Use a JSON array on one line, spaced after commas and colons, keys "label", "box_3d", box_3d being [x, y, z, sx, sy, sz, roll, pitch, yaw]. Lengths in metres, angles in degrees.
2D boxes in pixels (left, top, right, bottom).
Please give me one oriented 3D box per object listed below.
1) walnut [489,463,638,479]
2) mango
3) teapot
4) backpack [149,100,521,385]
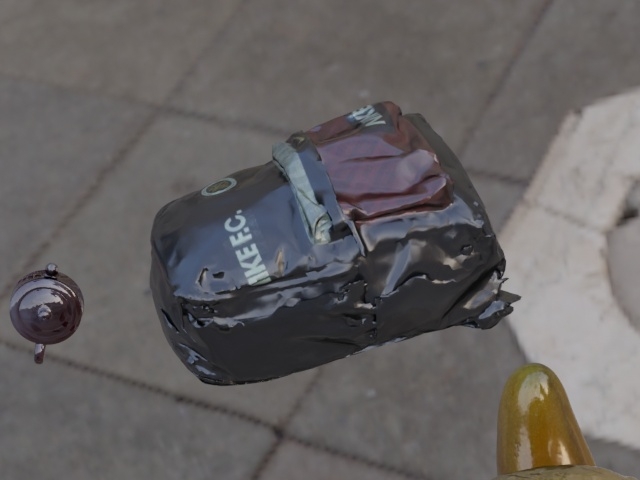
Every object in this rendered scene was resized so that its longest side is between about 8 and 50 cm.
[{"label": "walnut", "box_3d": [0.168, 0.268, 1.301, 0.228, 0.228, 0.228, -10, 41, 9]}, {"label": "mango", "box_3d": [0.184, 0.186, 1.485, 0.084, 0.184, 0.102, -18, 14, 1]}, {"label": "teapot", "box_3d": [-0.251, 0.067, 1.643, 0.067, 0.100, 0.045, 8, 15, -6]}, {"label": "backpack", "box_3d": [0.000, 0.002, 0.861, 0.165, 0.106, 0.120, -17, 37, -13]}]
